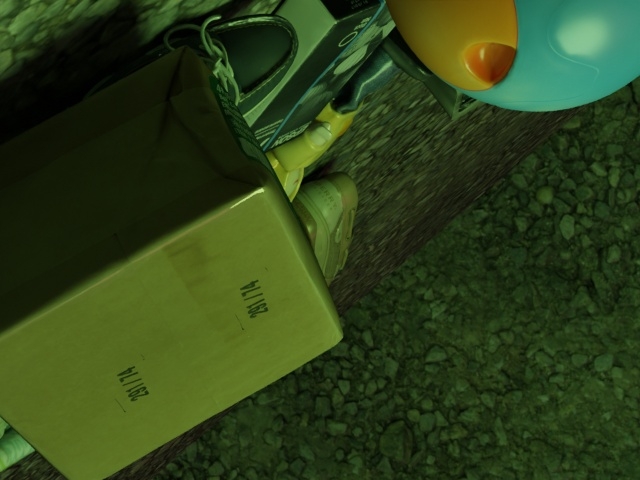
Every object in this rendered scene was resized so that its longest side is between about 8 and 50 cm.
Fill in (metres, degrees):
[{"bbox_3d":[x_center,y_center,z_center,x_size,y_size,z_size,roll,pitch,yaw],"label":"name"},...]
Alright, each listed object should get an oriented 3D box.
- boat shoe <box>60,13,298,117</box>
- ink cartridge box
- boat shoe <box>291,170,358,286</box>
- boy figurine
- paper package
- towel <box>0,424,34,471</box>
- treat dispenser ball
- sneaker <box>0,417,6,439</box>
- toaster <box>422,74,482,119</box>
[{"bbox_3d":[-0.121,-0.141,1.615,0.254,0.095,0.079,-24,177,-23],"label":"boat shoe"},{"bbox_3d":[-0.037,-0.165,1.892,0.165,0.065,0.333,-29,168,-46],"label":"ink cartridge box"},{"bbox_3d":[0.000,0.000,2.626,0.110,0.122,0.341,-35,169,-15],"label":"boat shoe"},{"bbox_3d":[0.006,-0.133,2.082,0.285,0.092,0.177,-45,-174,20],"label":"boy figurine"},{"bbox_3d":[-0.164,0.034,1.576,0.309,0.168,0.325,-30,150,-1],"label":"paper package"},{"bbox_3d":[-0.452,0.260,2.113,0.320,0.090,0.374,-30,180,27],"label":"towel"},{"bbox_3d":[0.193,-0.259,1.612,0.288,0.288,0.288,-37,170,-7],"label":"treat dispenser ball"},{"bbox_3d":[-0.459,0.166,1.851,0.283,0.110,0.122,-15,122,-33],"label":"sneaker"},{"bbox_3d":[0.195,-0.244,2.198,0.168,0.110,0.186,-32,170,-7],"label":"toaster"}]
